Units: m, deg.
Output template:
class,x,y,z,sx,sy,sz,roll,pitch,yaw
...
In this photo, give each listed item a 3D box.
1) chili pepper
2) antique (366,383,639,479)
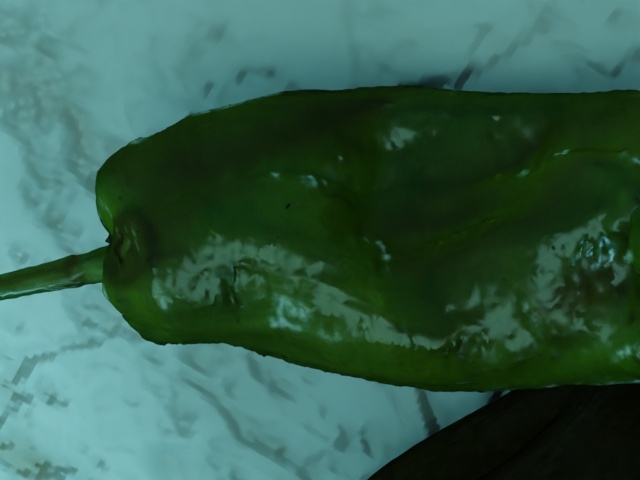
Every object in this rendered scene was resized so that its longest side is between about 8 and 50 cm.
class,x,y,z,sx,sy,sz,roll,pitch,yaw
chili pepper,0.000,-0.002,0.439,0.204,0.073,0.072,2,78,18
antique,0.099,0.094,0.420,0.257,0.143,0.121,-18,110,24
